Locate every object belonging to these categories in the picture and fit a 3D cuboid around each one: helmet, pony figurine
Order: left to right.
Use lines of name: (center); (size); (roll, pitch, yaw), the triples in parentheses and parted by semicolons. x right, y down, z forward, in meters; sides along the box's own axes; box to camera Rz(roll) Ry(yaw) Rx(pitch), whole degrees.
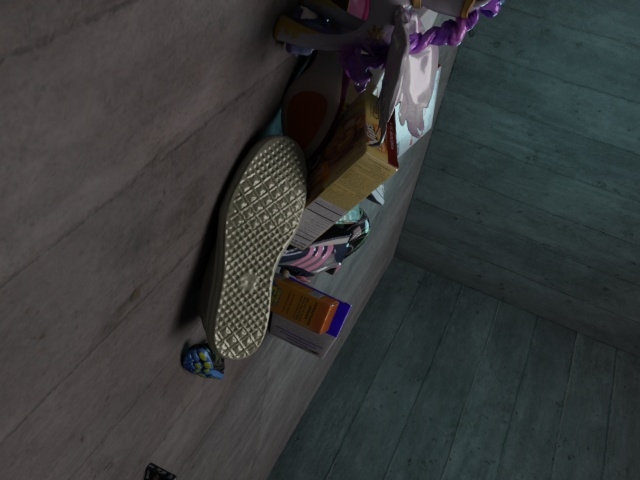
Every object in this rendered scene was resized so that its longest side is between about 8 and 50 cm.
helmet: (0.073, -0.040, 1.958); (0.161, 0.169, 0.169); (-46, 161, -16)
pony figurine: (0.113, -0.363, 1.101); (0.303, 0.364, 0.350); (-42, 152, -64)

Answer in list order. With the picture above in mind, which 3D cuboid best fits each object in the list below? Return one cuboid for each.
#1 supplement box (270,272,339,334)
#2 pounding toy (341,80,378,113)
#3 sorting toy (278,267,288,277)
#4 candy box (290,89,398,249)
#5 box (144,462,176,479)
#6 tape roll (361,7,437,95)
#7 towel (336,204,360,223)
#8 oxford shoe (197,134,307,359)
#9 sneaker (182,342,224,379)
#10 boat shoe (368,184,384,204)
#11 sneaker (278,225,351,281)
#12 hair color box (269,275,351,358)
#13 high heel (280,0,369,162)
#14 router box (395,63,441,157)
supplement box: (-0.081, 0.129, 1.449); (0.078, 0.234, 0.080); (-68, 164, 7)
pounding toy: (0.077, -0.320, 1.548); (0.100, 0.130, 0.141); (-57, 166, -12)
sorting toy: (-0.083, 0.014, 1.615); (0.132, 0.046, 0.274); (-77, -173, -76)
candy box: (0.025, -0.138, 1.314); (0.316, 0.088, 0.182); (-40, -146, 41)
box: (-0.357, 0.540, 1.406); (0.018, 0.067, 0.083); (-45, 155, -62)
tape roll: (0.172, -0.485, 1.580); (0.286, 0.100, 0.286); (-54, 175, -6)
towel: (0.039, -0.176, 1.646); (0.370, 0.040, 0.271); (-10, 96, -74)
oxford shoe: (-0.145, 0.008, 1.259); (0.130, 0.169, 0.449); (21, -82, 62)
sneaker: (-0.251, 0.253, 1.391); (0.188, 0.067, 0.078); (74, 19, -68)
boat shoe: (0.202, -0.196, 2.365); (0.084, 0.095, 0.258); (-62, 168, -2)
sneaker: (-0.053, 0.046, 1.482); (0.319, 0.112, 0.131); (-7, 116, -43)
hair color box: (-0.036, 0.225, 1.795); (0.339, 0.185, 0.110); (109, 7, -68)
high heel: (0.029, -0.341, 1.329); (0.181, 0.127, 0.377); (-15, 127, -69)
router box: (0.219, -0.357, 1.924); (0.301, 0.082, 0.335); (-43, 161, -13)
